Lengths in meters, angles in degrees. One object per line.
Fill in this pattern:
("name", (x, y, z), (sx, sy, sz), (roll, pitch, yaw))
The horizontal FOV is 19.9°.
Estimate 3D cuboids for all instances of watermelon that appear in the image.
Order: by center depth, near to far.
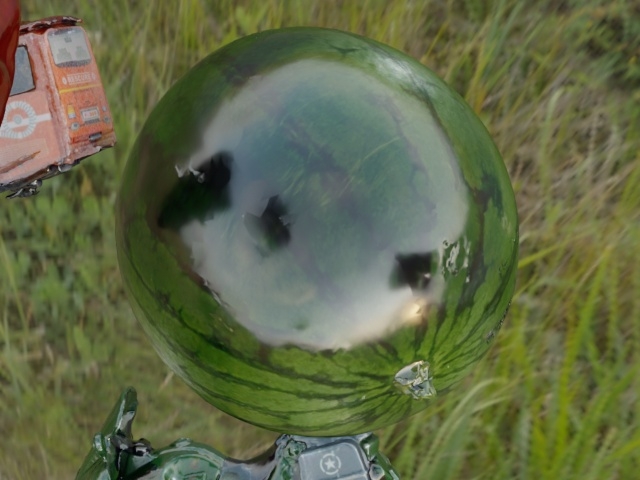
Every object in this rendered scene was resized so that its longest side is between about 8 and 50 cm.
("watermelon", (-0.003, -0.003, 1.072), (0.242, 0.242, 0.242), (2, 76, -7))

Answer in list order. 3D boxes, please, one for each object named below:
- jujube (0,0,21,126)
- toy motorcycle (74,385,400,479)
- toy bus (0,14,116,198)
("jujube", (-0.185, -0.039, 0.606), (0.155, 0.155, 0.230), (9, 57, -5))
("toy motorcycle", (-0.075, 0.191, 1.411), (0.274, 0.125, 0.187), (-14, 92, 5))
("toy bus", (-0.224, -0.054, 0.962), (0.234, 0.073, 0.096), (-9, 96, 22))
